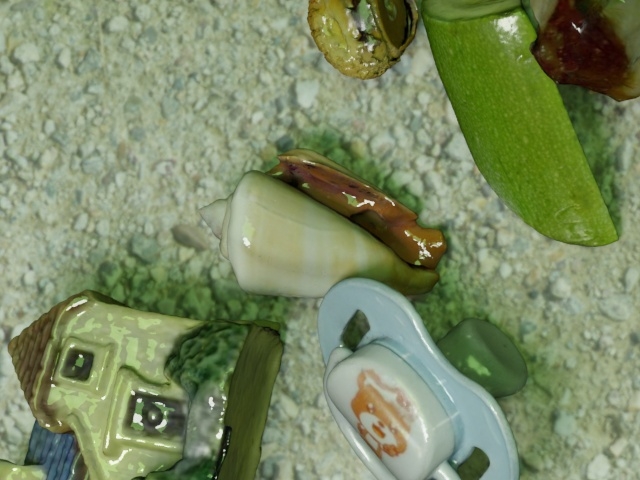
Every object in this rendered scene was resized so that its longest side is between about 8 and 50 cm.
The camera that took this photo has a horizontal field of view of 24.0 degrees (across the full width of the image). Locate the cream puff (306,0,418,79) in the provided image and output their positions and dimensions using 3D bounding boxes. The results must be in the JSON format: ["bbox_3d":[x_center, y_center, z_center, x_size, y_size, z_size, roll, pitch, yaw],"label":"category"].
[{"bbox_3d":[0.041,-0.230,1.589,0.104,0.119,0.133,-8,71,28],"label":"cream puff"}]

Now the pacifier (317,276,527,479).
[{"bbox_3d":[0.120,0.146,1.532,0.207,0.227,0.279,-32,72,-30],"label":"pacifier"}]

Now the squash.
[{"bbox_3d":[0.200,-0.137,1.598,0.111,0.203,0.288,-24,118,6],"label":"squash"}]

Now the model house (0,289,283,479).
[{"bbox_3d":[-0.198,0.203,1.505,0.266,0.261,0.321,12,82,10],"label":"model house"}]

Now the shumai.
[{"bbox_3d":[0.358,-0.256,1.438,0.283,0.217,0.346,-34,103,-32],"label":"shumai"}]

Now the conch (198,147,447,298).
[{"bbox_3d":[-0.006,0.004,1.584,0.255,0.127,0.158,24,59,-13],"label":"conch"}]
